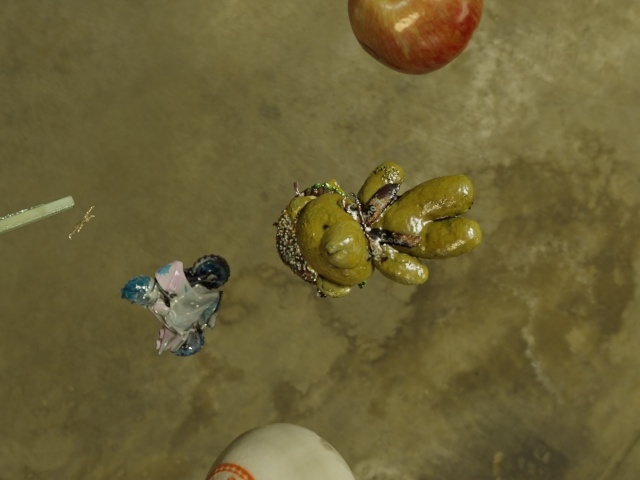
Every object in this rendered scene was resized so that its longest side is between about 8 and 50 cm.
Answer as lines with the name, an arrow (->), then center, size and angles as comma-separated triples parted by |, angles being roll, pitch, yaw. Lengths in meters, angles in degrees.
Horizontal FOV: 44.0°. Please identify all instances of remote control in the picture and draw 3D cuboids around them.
remote control -> -0.656, -0.046, 1.727 | 0.234, 0.098, 0.038 | -27, 104, -42

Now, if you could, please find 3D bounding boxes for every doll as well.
doll -> 0.064, -0.011, 0.843 | 0.097, 0.210, 0.137 | -19, 91, -62

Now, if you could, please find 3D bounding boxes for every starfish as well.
starfish -> -0.550, -0.041, 1.824 | 0.016, 0.086, 0.092 | 39, 71, -28

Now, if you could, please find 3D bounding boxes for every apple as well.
apple -> 0.099, -0.253, 0.839 | 0.131, 0.146, 0.146 | 24, 97, -53

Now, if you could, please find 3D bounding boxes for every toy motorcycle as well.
toy motorcycle -> -0.299, 0.123, 1.542 | 0.204, 0.108, 0.239 | 8, 104, -27

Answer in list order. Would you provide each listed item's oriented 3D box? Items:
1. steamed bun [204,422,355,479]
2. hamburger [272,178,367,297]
steamed bun -> -0.065, 0.342, 0.957 | 0.145, 0.232, 0.231 | 4, 107, -48
hamburger -> 0.004, 0.001, 1.239 | 0.093, 0.189, 0.164 | -15, 140, -56
